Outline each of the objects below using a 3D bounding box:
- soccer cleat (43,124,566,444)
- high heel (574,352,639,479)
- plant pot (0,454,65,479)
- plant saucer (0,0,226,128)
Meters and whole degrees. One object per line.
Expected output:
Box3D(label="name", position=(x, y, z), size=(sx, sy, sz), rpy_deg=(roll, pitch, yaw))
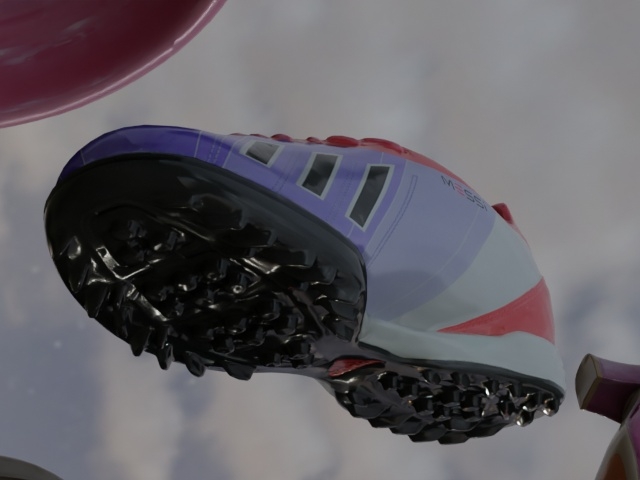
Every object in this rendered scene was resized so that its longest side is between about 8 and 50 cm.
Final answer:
Box3D(label="soccer cleat", position=(0.000, 0.000, 0.756), size=(0.109, 0.318, 0.116), rpy_deg=(-20, -118, 31))
Box3D(label="high heel", position=(0.278, 0.185, 1.452), size=(0.244, 0.117, 0.082), rpy_deg=(-95, -155, -62))
Box3D(label="plant pot", position=(-0.138, 0.280, 0.933), size=(0.280, 0.323, 0.323), rpy_deg=(2, -72, 38))
Box3D(label="plant saucer", position=(-0.203, -0.191, 1.061), size=(0.332, 0.332, 0.084), rpy_deg=(116, -40, -51))
